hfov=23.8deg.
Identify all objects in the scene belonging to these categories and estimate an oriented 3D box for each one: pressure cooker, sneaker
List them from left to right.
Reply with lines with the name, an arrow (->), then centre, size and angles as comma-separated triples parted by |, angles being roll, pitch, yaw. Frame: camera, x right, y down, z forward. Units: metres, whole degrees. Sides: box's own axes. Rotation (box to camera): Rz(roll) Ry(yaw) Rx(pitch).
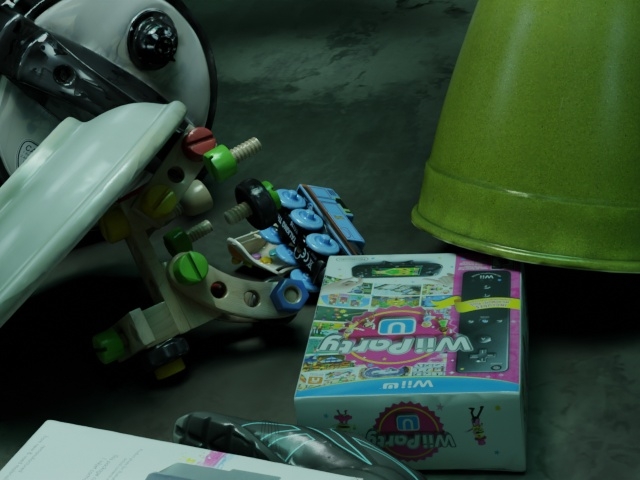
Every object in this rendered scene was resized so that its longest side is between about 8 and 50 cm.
pressure cooker -> -0.349, -0.213, 2.044 | 0.370, 0.375, 0.420 | -19, 29, -31
sneaker -> -0.019, 0.223, 1.441 | 0.267, 0.101, 0.106 | 18, 22, 27

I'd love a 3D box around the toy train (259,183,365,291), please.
toy train -> 0.000, 0.000, 1.856 | 0.105, 0.080, 0.184 | 5, 32, -33

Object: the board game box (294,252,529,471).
board game box -> 0.105, 0.121, 1.597 | 0.224, 0.097, 0.303 | -2, 27, 9

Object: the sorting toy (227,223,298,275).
sorting toy -> -0.065, 0.020, 1.896 | 0.075, 0.045, 0.083 | 29, 32, 32

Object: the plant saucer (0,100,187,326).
plant saucer -> -0.315, -0.029, 1.705 | 0.400, 0.100, 0.400 | -47, 8, 9

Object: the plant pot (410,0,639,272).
plant pot -> 0.306, -0.178, 1.766 | 0.366, 0.353, 0.366 | 5, 13, -1

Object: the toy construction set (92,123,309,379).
toy construction set -> -0.191, 0.019, 1.733 | 0.237, 0.257, 0.309 | -31, 26, -20

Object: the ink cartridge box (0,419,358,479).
ink cartridge box -> -0.077, 0.279, 1.188 | 0.353, 0.207, 0.119 | 8, 31, 23
